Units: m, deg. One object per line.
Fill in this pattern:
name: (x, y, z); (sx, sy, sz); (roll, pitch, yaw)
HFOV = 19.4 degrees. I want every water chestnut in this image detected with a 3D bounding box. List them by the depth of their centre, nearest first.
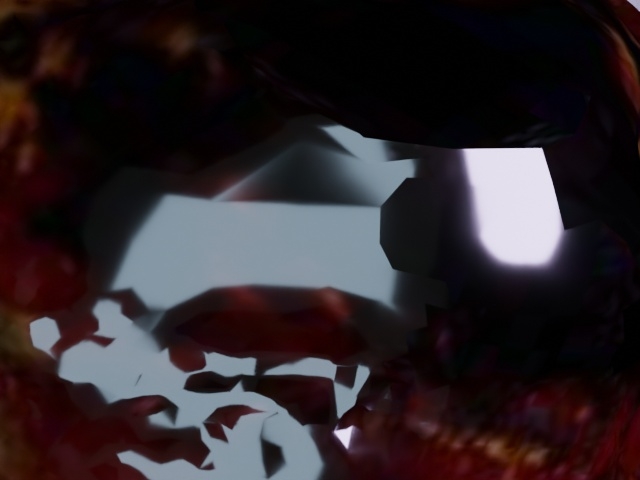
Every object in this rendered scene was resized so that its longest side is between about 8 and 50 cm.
water chestnut: (0.000, 0.000, 0.524); (0.289, 0.289, 0.244); (20, 135, -13)
